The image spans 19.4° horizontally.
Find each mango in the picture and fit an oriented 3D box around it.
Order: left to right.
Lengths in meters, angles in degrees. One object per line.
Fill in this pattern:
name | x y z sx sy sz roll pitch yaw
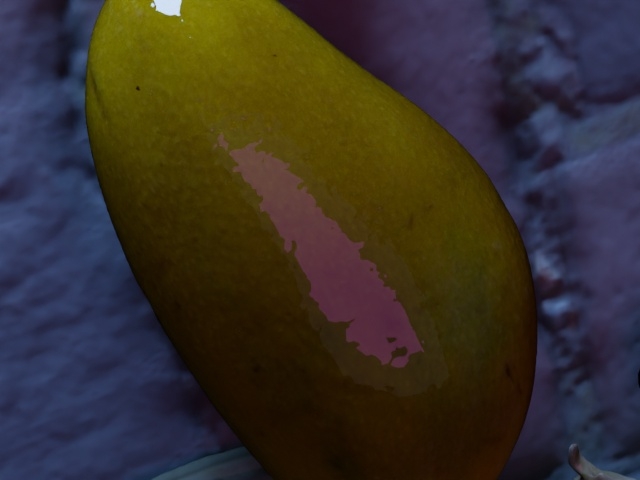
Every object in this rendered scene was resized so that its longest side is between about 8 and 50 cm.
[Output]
mango | 0.000 0.000 0.720 0.138 0.113 0.253 -33 110 -4

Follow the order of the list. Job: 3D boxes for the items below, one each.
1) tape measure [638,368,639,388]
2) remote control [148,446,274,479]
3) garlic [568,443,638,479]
tape measure | 0.192 0.055 0.848 0.094 0.054 0.091 -38 112 -9
remote control | -0.019 0.223 0.833 0.123 0.038 0.285 -12 110 -21
garlic | 0.123 0.190 0.801 0.281 0.185 0.203 -13 70 -11
